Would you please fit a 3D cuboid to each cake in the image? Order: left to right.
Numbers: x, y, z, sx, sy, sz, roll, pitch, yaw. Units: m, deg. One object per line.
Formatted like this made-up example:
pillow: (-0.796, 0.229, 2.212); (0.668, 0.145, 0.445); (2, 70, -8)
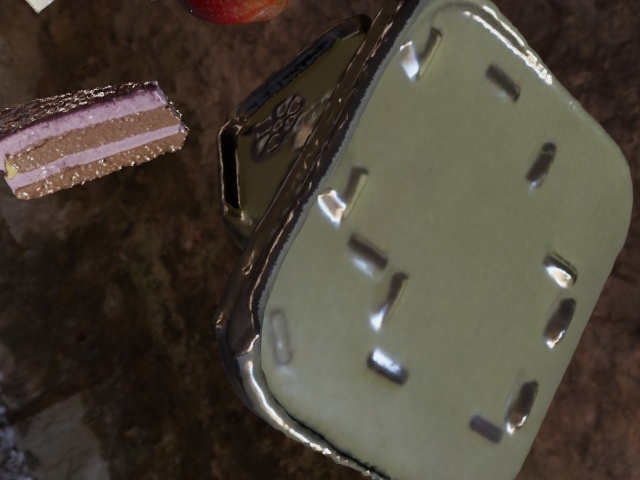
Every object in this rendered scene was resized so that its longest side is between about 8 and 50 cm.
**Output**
cake: (-0.333, -0.140, 1.061); (0.113, 0.295, 0.116); (-88, 162, -44)

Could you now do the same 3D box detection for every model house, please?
model house: (0.000, 0.000, 0.467); (0.204, 0.219, 0.278); (36, -15, -30)

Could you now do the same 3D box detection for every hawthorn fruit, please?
hawthorn fruit: (-0.150, -0.382, 1.070); (0.181, 0.235, 0.181); (-13, 90, -72)

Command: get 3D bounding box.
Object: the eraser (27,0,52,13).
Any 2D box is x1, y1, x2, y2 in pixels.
eraser: (-0.441, -0.413, 0.971); (0.157, 0.038, 0.230); (52, -1, 38)
